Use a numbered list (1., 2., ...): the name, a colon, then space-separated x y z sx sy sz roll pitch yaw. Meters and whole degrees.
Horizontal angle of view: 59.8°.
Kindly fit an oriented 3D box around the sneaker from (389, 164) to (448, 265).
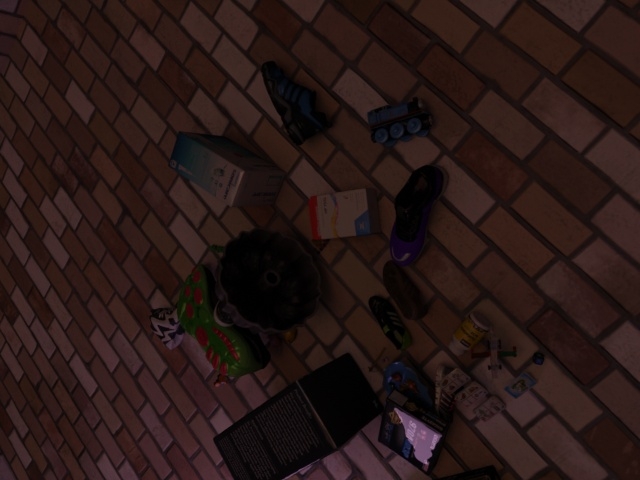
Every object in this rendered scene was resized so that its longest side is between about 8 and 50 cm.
1. sneaker: 0.236 -0.067 1.490 0.102 0.146 0.293 25 107 28

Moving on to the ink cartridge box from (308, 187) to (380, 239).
1. ink cartridge box: 0.052 -0.074 1.640 0.231 0.078 0.134 -7 91 29

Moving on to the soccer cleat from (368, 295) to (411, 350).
1. soccer cleat: 0.193 0.233 1.588 0.060 0.072 0.179 -45 71 27

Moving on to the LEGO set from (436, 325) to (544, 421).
1. LEGO set: 0.450 0.341 1.443 0.182 0.060 0.244 39 113 -10

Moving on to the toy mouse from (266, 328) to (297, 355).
1. toy mouse: -0.146 0.295 1.828 0.143 0.031 0.161 27 108 27

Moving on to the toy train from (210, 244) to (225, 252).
1. toy train: -0.351 0.031 1.940 0.083 0.017 0.023 10 109 31

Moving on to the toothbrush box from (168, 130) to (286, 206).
1. toothbrush box: -0.295 -0.226 1.765 0.295 0.216 0.126 33 111 26

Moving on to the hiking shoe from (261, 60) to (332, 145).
1. hiking shoe: -0.079 -0.432 1.696 0.132 0.113 0.304 -26 72 0

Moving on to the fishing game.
1. fishing game: 0.236 0.431 1.560 0.264 0.041 0.189 52 143 21

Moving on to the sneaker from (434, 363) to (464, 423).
1. sneaker: 0.355 0.423 1.511 0.075 0.063 0.170 -1 93 33

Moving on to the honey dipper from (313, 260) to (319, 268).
1. honey dipper: -0.065 0.119 1.766 0.161 0.030 0.030 -41 73 32

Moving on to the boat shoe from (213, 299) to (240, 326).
1. boat shoe: -0.239 0.128 1.741 0.091 0.114 0.302 -44 26 49

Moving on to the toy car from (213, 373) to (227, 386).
1. toy car: -0.332 0.467 1.948 0.041 0.060 0.122 30 120 -7

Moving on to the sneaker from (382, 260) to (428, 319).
1. sneaker: 0.237 0.141 1.565 0.066 0.071 0.188 -49 51 40

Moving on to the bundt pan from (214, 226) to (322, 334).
1. bundt pan: -0.167 0.134 1.642 0.124 0.331 0.330 -43 71 49

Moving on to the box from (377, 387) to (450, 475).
1. box: 0.253 0.531 1.539 0.175 0.051 0.220 28 136 26

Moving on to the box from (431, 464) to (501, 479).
1. box: 0.382 0.786 1.522 0.322 0.079 0.257 -30 77 30

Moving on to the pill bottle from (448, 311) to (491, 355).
1. pill bottle: 0.391 0.250 1.472 0.065 0.065 0.116 43 115 21

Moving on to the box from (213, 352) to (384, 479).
1. box: -0.064 0.547 1.647 0.395 0.293 0.212 -40 74 28

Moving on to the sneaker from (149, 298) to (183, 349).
1. sneaker: -0.562 0.269 2.046 0.153 0.094 0.235 30 120 17

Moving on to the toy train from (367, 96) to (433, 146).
1. toy train: 0.216 -0.325 1.521 0.184 0.080 0.105 -12 82 32

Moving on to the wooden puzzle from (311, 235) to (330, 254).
1. wooden puzzle: 0.000 0.000 1.725 0.049 0.006 0.083 45 115 20

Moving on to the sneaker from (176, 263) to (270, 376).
1. sneaker: -0.327 0.270 1.853 0.185 0.202 0.483 -51 51 16
